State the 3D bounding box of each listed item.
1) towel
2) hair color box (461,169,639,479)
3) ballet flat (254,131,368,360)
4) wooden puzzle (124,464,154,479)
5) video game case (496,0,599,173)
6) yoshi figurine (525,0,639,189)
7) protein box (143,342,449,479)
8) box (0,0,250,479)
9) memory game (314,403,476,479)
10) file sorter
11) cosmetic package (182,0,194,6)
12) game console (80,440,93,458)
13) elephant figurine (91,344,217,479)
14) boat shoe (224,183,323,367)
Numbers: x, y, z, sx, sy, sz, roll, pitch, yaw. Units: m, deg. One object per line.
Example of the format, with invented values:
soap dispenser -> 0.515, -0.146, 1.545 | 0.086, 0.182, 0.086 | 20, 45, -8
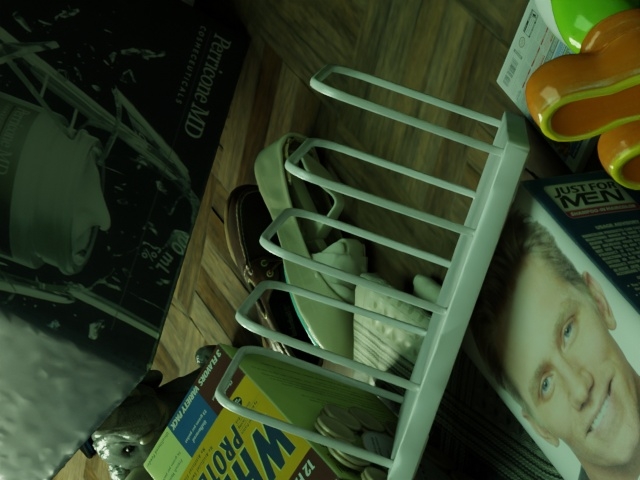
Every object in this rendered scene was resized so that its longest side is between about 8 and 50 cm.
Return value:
towel -> 0.127, 0.214, 1.519 | 0.324, 0.056, 0.312 | 35, 129, 49
hair color box -> 0.250, 0.120, 1.217 | 0.347, 0.105, 0.174 | 54, 139, 40
ballet flat -> 0.000, 0.000, 1.649 | 0.086, 0.086, 0.248 | -55, 50, 50
wooden puzzle -> 0.007, 0.345, 1.539 | 0.080, 0.322, 0.348 | -52, 42, 8
video game case -> 0.190, -0.126, 1.349 | 0.122, 0.011, 0.087 | 56, 141, 37
yoshi figurine -> 0.160, -0.214, 1.193 | 0.203, 0.203, 0.362 | 113, 151, -58
protein box -> -0.005, 0.216, 1.451 | 0.201, 0.200, 0.136 | 43, 106, 44
box -> -0.378, -0.081, 1.671 | 0.297, 0.471, 0.480 | -45, 24, 44
memory game -> 0.074, 0.192, 1.379 | 0.012, 0.186, 0.186 | -58, 42, 12
file sorter -> 0.041, 0.017, 1.339 | 0.193, 0.173, 0.278 | -60, -11, -77
cosmetic package -> -0.244, -0.346, 1.915 | 0.225, 0.138, 0.224 | 60, 143, 35
game console -> -0.471, 0.180, 2.310 | 0.173, 0.250, 0.293 | -96, -9, -50
elephant figurine -> -0.189, 0.205, 1.854 | 0.169, 0.239, 0.186 | 39, 130, 49
boat shoe -> -0.040, 0.040, 1.718 | 0.207, 0.073, 0.073 | 71, 163, -7
